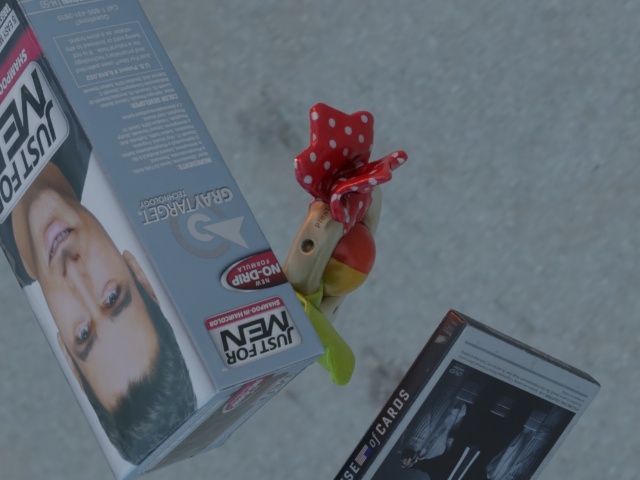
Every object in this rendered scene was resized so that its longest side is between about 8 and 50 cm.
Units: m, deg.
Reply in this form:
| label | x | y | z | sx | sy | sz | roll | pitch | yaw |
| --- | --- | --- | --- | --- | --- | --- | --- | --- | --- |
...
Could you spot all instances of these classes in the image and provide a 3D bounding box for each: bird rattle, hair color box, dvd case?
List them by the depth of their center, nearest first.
| label | x | y | z | sx | sy | sz | roll | pitch | yaw |
| --- | --- | --- | --- | --- | --- | --- | --- | --- | --- |
| dvd case | 0.096 | 0.180 | 1.505 | 0.239 | 0.179 | 0.029 | -57 | 43 | 9 |
| hair color box | -0.164 | -0.017 | 1.539 | 0.185 | 0.113 | 0.374 | -45 | 69 | 48 |
| bird rattle | 0.000 | 0.000 | 1.796 | 0.143 | 0.207 | 0.253 | 16 | 90 | 13 |
